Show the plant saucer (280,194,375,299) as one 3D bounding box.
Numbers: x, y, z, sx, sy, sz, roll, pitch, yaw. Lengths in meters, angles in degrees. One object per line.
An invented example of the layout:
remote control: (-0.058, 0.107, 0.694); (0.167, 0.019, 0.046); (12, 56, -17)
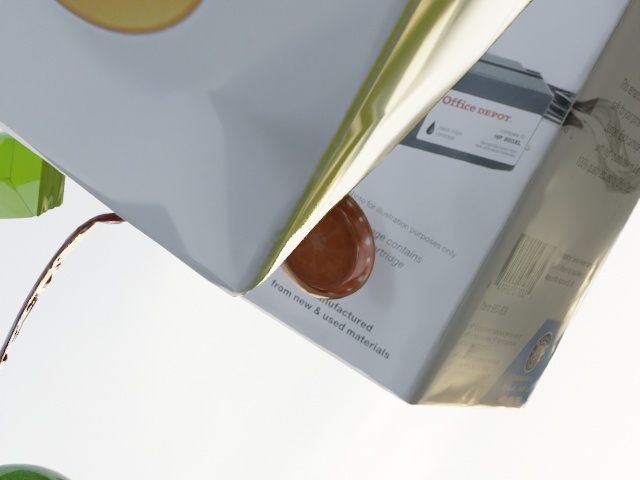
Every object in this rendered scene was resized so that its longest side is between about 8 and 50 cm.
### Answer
plant saucer: (0.000, 0.000, 1.308); (0.083, 0.013, 0.083); (15, -117, -32)

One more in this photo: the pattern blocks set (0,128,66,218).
pattern blocks set: (-0.166, -0.149, 0.868); (0.026, 0.325, 0.285); (-24, -68, -46)

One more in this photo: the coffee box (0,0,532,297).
coffee box: (-0.005, -0.265, 0.450); (0.338, 0.334, 0.337); (-45, -11, -48)

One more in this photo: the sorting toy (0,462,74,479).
sorting toy: (-0.147, 0.207, 1.190); (0.365, 0.126, 0.127); (30, -111, -18)

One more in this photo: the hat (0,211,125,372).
hat: (-0.135, 0.108, 0.526); (0.183, 0.208, 0.173); (-44, -37, 22)

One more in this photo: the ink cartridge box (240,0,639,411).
ink cartridge box: (0.144, -0.081, 1.463); (0.395, 0.166, 0.285); (-61, -22, 5)
